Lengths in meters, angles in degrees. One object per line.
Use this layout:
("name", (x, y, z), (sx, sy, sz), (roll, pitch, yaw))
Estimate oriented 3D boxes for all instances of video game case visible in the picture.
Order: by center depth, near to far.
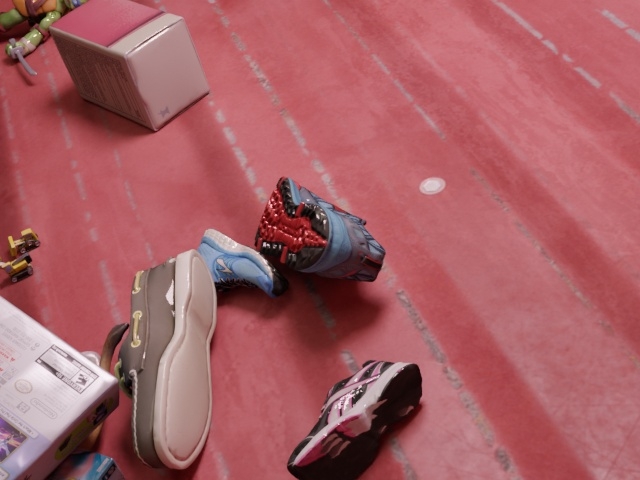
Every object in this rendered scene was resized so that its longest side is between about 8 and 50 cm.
("video game case", (-0.395, 0.170, 1.118), (0.269, 0.061, 0.244), (32, 51, 17))

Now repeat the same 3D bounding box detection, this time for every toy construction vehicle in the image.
("toy construction vehicle", (-0.450, 0.024, 1.519), (0.098, 0.035, 0.086), (-25, 39, -8))

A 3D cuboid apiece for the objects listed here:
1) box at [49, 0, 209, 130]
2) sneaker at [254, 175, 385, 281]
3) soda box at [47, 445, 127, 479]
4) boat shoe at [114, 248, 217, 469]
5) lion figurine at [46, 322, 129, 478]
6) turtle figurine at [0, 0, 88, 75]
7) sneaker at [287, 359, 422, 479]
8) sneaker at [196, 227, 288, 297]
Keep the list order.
("box", (-0.317, -0.301, 1.756), (0.232, 0.148, 0.127), (26, 55, 40))
("sneaker", (0.000, 0.000, 1.335), (0.104, 0.125, 0.262), (-65, 23, 8))
("soda box", (-0.277, 0.305, 1.095), (0.058, 0.063, 0.183), (10, 47, 31))
("boat shoe", (-0.182, 0.138, 1.219), (0.091, 0.109, 0.305), (-15, 41, 13))
("lion figurine", (-0.388, 0.225, 1.180), (0.392, 0.142, 0.240), (-18, 46, -5))
("turtle figurine", (-0.599, -0.458, 2.020), (0.266, 0.198, 0.274), (1, 39, 29))
("sneaker", (0.028, 0.190, 1.118), (0.178, 0.072, 0.077), (-35, 29, -31))
("sneaker", (-0.106, 0.045, 1.351), (0.162, 0.063, 0.073), (23, 74, 44))
